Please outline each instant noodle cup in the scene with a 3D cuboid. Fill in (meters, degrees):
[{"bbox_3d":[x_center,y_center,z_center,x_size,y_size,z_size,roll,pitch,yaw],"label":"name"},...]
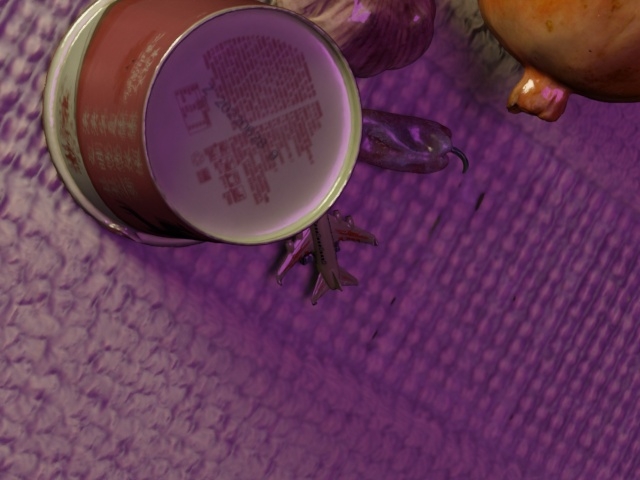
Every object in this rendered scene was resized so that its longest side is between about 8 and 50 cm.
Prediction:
[{"bbox_3d":[-0.084,-0.096,0.997,0.234,0.178,0.235,-5,102,-27],"label":"instant noodle cup"}]

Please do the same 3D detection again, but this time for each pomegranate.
[{"bbox_3d":[0.250,-0.224,1.101,0.229,0.252,0.270,29,90,-40],"label":"pomegranate"}]

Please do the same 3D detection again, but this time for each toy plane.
[{"bbox_3d":[0.000,0.000,1.129,0.102,0.040,0.111,-23,106,-23],"label":"toy plane"}]

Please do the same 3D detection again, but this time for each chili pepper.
[{"bbox_3d":[0.065,-0.091,1.146,0.153,0.041,0.050,9,74,-11],"label":"chili pepper"}]

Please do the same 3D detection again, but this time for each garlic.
[{"bbox_3d":[0.036,-0.214,1.071,0.159,0.102,0.147,38,66,-28],"label":"garlic"}]
